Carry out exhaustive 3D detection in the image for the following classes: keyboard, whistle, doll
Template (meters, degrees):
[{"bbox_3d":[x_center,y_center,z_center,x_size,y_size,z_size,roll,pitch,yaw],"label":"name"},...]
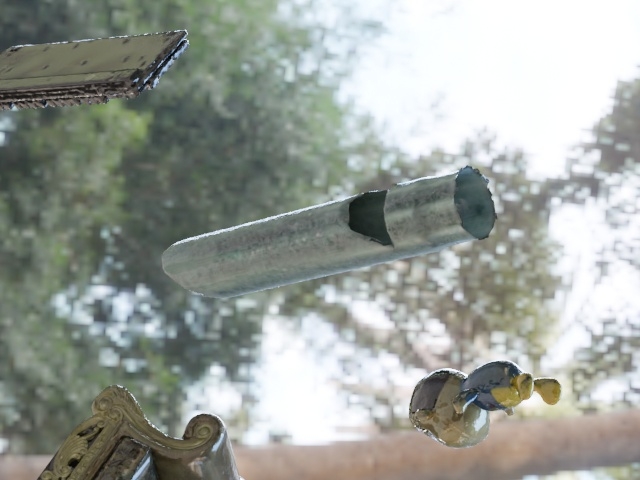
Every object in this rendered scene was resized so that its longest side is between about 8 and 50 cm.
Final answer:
[{"bbox_3d":[-0.190,-0.128,1.381,0.231,0.072,0.023,2,-49,46],"label":"keyboard"},{"bbox_3d":[0.000,0.000,1.480,0.312,0.062,0.062,-14,-107,37],"label":"whistle"},{"bbox_3d":[0.163,0.174,1.910,0.179,0.102,0.089,-12,-108,42],"label":"doll"}]

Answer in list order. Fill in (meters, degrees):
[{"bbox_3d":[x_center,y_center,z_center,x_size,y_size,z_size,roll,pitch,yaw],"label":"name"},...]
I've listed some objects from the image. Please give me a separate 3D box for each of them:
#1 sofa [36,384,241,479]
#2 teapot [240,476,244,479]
[{"bbox_3d":[-0.158,0.289,1.608,0.182,0.258,0.200,17,-37,24],"label":"sofa"},{"bbox_3d":[-0.139,0.356,2.133,0.175,0.268,0.185,-51,-156,0],"label":"teapot"}]
